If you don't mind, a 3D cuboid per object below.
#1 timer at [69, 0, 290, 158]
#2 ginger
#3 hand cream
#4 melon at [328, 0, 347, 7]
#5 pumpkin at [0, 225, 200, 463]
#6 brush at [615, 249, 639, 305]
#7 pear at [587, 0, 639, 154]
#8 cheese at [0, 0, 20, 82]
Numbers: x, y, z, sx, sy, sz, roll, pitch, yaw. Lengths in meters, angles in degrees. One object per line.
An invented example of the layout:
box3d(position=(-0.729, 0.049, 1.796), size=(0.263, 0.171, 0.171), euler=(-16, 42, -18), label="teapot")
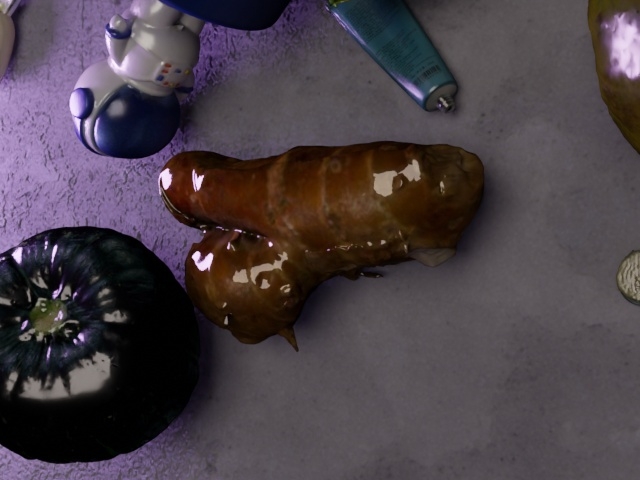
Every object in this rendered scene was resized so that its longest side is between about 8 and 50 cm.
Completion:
box3d(position=(-0.188, -0.265, 1.482), size=(0.270, 0.270, 0.383), euler=(38, 116, 21), label="timer")
box3d(position=(0.000, 0.000, 1.401), size=(0.418, 0.176, 0.254), euler=(-7, 92, 26), label="ginger")
box3d(position=(0.091, -0.236, 1.448), size=(0.083, 0.048, 0.224), euler=(-41, 66, 16), label="hand cream")
box3d(position=(0.108, -0.389, 1.346), size=(0.265, 0.129, 0.169), euler=(-19, 67, -9), label="melon")
box3d(position=(-0.300, 0.135, 1.496), size=(0.315, 0.238, 0.315), euler=(-4, 72, 12), label="pumpkin")
box3d(position=(0.445, 0.059, 1.273), size=(0.266, 0.027, 0.062), euler=(11, 92, 24), label="brush")
box3d(position=(0.449, -0.197, 1.131), size=(0.413, 0.352, 0.352), euler=(-7, 84, 31), label="pear")
box3d(position=(-0.460, -0.315, 1.691), size=(0.127, 0.050, 0.235), euler=(38, 101, 24), label="cheese")
